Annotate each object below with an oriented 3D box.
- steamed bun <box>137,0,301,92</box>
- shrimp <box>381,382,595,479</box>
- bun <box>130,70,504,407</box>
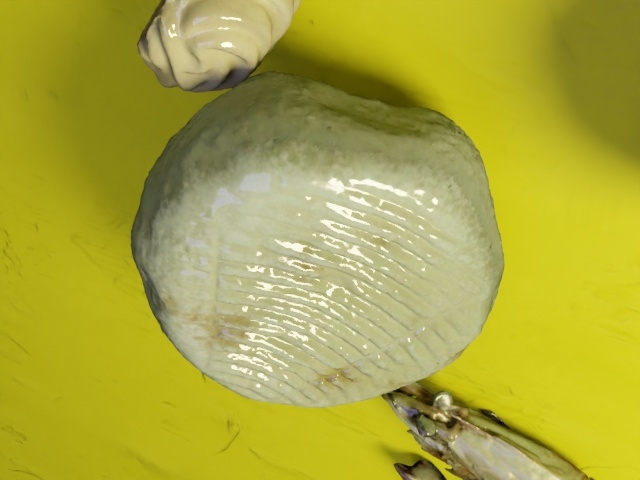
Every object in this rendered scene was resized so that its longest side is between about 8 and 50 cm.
[{"bbox_3d":[-0.080,-0.202,0.733,0.106,0.182,0.183,29,137,-17],"label":"steamed bun"},{"bbox_3d":[0.192,0.288,0.983,0.360,0.085,0.247,42,141,-6],"label":"shrimp"},{"bbox_3d":[-0.004,0.004,0.793,0.355,0.194,0.354,0,131,0],"label":"bun"}]
